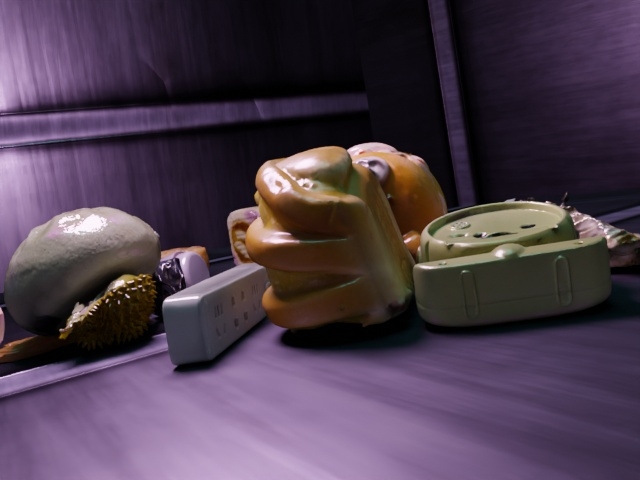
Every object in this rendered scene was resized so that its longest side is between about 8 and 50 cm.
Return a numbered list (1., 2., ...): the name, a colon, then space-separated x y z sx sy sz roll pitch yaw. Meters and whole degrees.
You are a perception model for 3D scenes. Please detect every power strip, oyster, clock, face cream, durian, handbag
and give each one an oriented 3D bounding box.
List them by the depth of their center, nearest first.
1. clock: 0.241 0.015 0.896 0.234 0.096 0.308 -11 14 9
2. power strip: -0.136 0.097 1.005 0.062 0.091 0.385 -7 4 12
3. durian: -0.329 0.119 1.031 0.146 0.102 0.208 -38 -4 23
4. oyster: 0.419 -0.002 1.081 0.201 0.107 0.354 26 4 6
5. handbag: -0.279 0.105 1.243 0.072 0.115 0.139 -12 22 -29
6. face cream: -0.301 0.083 1.391 0.104 0.117 0.117 -17 2 17

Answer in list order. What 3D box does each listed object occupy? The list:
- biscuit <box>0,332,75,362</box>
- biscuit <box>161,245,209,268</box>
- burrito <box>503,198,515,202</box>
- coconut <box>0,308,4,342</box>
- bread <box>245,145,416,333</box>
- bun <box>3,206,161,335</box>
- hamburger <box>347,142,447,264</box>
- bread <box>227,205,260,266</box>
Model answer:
1. biscuit: -0.510 0.184 1.142 0.118 0.023 0.140 -7 6 27
2. biscuit: -0.449 0.087 1.798 0.296 0.102 0.296 -10 8 1
3. burrito: 0.303 0.007 1.170 0.089 0.144 0.229 38 27 12
4. coconut: -0.640 0.157 1.184 0.116 0.116 0.122 -8 9 17
5. bread: 0.000 0.000 0.942 0.211 0.270 0.316 -23 7 12
6. bun: -0.425 0.032 1.136 0.283 0.179 0.283 -37 -10 -8
7. hamburger: 0.100 -0.040 1.194 0.276 0.277 0.237 -8 10 16
8. bread: -0.109 -0.022 1.919 0.155 0.187 0.338 -4 8 40
